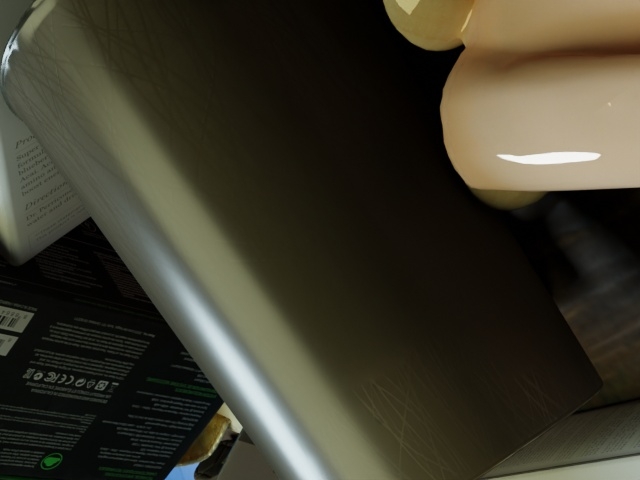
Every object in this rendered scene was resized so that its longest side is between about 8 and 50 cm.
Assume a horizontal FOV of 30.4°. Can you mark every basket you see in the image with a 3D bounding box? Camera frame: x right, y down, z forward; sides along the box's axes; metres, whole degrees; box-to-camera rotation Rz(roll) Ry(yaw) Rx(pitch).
[{"bbox_3d":[0.000,0.000,0.491,0.227,0.154,0.204,57,-170,10],"label":"basket"}]

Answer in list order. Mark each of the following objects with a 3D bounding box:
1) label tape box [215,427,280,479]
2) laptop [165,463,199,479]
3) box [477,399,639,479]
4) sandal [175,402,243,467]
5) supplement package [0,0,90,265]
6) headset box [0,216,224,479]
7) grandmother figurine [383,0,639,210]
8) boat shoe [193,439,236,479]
[{"bbox_3d":[-0.031,0.262,0.709,0.106,0.334,0.241,15,141,17],"label":"label tape box"},{"bbox_3d":[-0.216,0.266,1.247,0.234,0.264,0.137,106,159,-58],"label":"laptop"},{"bbox_3d":[0.215,0.170,0.517,0.232,0.058,0.322,53,156,0],"label":"box"},{"bbox_3d":[-0.102,0.134,0.877,0.240,0.079,0.088,6,132,30],"label":"sandal"},{"bbox_3d":[-0.138,-0.161,0.543,0.175,0.177,0.293,43,152,16],"label":"supplement package"},{"bbox_3d":[-0.218,0.006,0.749,0.246,0.131,0.283,20,-157,-50],"label":"headset box"},{"bbox_3d":[0.157,-0.047,0.299,0.208,0.104,0.342,54,158,-23],"label":"grandmother figurine"},{"bbox_3d":[-0.044,0.215,1.001,0.072,0.068,0.190,47,166,-15],"label":"boat shoe"}]
